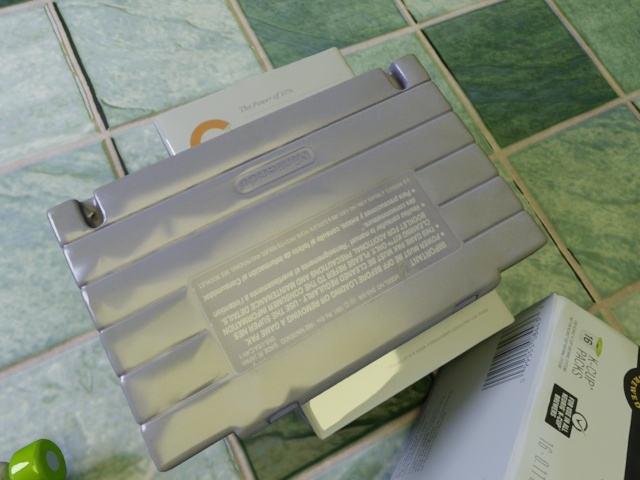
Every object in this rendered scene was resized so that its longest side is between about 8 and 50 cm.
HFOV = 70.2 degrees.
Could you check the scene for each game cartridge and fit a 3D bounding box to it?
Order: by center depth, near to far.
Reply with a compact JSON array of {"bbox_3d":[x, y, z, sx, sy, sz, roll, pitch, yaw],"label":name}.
[{"bbox_3d":[-0.011,0.000,0.391,0.355,0.068,0.230,-27,80,-13],"label":"game cartridge"}]

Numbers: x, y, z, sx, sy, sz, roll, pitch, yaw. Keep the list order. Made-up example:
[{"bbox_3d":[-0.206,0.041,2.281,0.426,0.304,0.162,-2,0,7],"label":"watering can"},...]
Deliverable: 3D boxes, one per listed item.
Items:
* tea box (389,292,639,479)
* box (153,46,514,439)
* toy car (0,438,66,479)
[{"bbox_3d":[0.225,0.287,0.371,0.324,0.220,0.329,35,54,4],"label":"tea box"},{"bbox_3d":[0.000,0.000,0.510,0.215,0.168,0.345,-26,77,-13],"label":"box"},{"bbox_3d":[-0.294,0.318,0.416,0.155,0.149,0.188,-26,105,-10],"label":"toy car"}]
